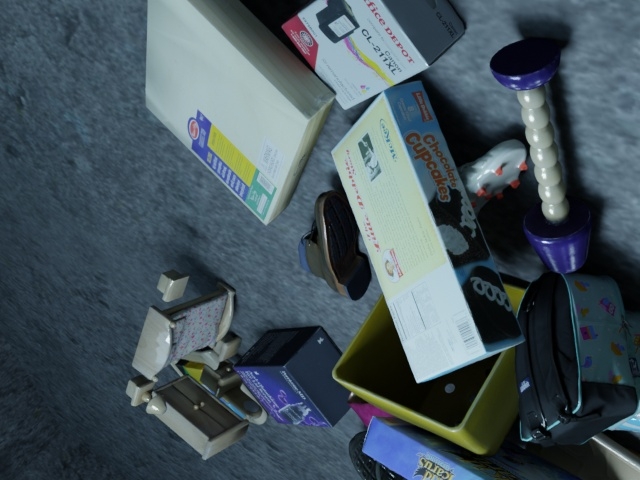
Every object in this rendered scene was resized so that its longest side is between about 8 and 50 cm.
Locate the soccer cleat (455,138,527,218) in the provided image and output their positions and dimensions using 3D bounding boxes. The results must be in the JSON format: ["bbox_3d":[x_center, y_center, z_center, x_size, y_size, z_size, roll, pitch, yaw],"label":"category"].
[{"bbox_3d":[0.176,-0.067,1.183,0.076,0.068,0.196,66,152,22],"label":"soccer cleat"}]

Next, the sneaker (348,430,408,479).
[{"bbox_3d":[0.163,0.476,1.898,0.286,0.109,0.130,41,158,10],"label":"sneaker"}]

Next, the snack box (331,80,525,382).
[{"bbox_3d":[0.118,-0.004,1.197,0.322,0.060,0.187,70,156,11],"label":"snack box"}]

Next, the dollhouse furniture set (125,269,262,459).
[{"bbox_3d":[-0.184,0.211,1.903,0.174,0.303,0.356,35,121,24],"label":"dollhouse furniture set"}]

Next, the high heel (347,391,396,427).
[{"bbox_3d":[0.085,0.209,1.596,0.181,0.127,0.377,15,145,26],"label":"high heel"}]

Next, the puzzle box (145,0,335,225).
[{"bbox_3d":[-0.126,-0.188,1.355,0.272,0.052,0.409,45,161,4],"label":"puzzle box"}]

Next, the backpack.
[{"bbox_3d":[0.303,0.130,1.171,0.166,0.144,0.188,114,151,-59],"label":"backpack"}]

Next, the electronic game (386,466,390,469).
[{"bbox_3d":[0.198,0.361,1.631,0.229,0.048,0.229,12,179,0],"label":"electronic game"}]

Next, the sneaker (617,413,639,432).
[{"bbox_3d":[0.416,0.210,1.218,0.092,0.087,0.228,48,154,-11],"label":"sneaker"}]

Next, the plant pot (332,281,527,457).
[{"bbox_3d":[0.183,0.177,1.371,0.212,0.212,0.187,18,156,39],"label":"plant pot"}]

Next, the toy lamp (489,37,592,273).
[{"bbox_3d":[0.240,-0.079,1.070,0.080,0.080,0.275,16,140,42],"label":"toy lamp"}]

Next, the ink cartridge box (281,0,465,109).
[{"bbox_3d":[0.054,-0.234,1.106,0.127,0.072,0.175,52,152,-12],"label":"ink cartridge box"}]

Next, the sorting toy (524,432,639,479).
[{"bbox_3d":[0.396,0.318,1.449,0.193,0.038,0.208,33,155,20],"label":"sorting toy"}]

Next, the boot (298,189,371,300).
[{"bbox_3d":[0.000,0.000,1.487,0.106,0.082,0.219,21,146,32],"label":"boot"}]

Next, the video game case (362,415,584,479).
[{"bbox_3d":[0.237,0.330,1.429,0.244,0.061,0.269,12,-174,-40],"label":"video game case"}]

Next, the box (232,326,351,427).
[{"bbox_3d":[-0.040,0.252,1.852,0.153,0.108,0.207,52,151,-14],"label":"box"}]

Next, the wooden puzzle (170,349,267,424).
[{"bbox_3d":[-0.249,0.337,2.310,0.221,0.044,0.238,54,150,-17],"label":"wooden puzzle"}]
